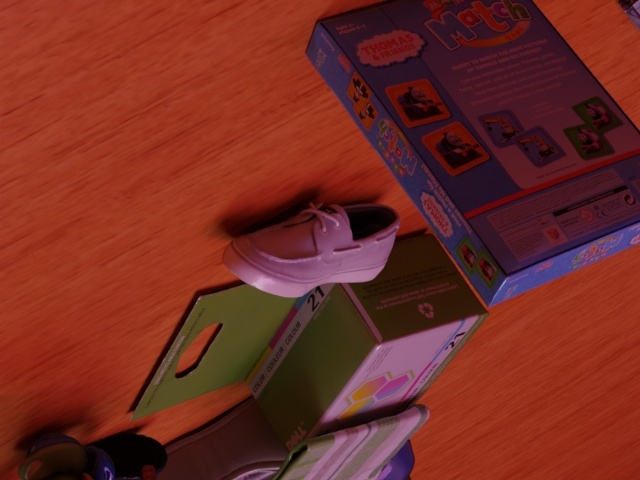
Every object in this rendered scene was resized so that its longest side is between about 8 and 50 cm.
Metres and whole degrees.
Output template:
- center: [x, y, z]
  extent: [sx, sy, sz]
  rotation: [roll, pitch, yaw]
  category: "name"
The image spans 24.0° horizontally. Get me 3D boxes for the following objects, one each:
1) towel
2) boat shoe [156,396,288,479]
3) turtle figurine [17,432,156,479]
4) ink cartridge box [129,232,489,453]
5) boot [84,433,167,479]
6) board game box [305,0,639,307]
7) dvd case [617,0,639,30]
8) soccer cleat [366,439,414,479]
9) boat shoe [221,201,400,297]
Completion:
- center: [0.017, 0.191, 1.344]
  extent: [0.152, 0.023, 0.113]
  rotation: [-8, 146, -42]
  category: "towel"
- center: [-0.067, 0.200, 1.422]
  extent: [0.228, 0.081, 0.068]
  rotation: [-22, 158, -10]
  category: "boat shoe"
- center: [-0.223, 0.278, 1.131]
  extent: [0.198, 0.266, 0.275]
  rotation: [-41, 153, 20]
  category: "turtle figurine"
- center: [-0.011, 0.107, 1.287]
  extent: [0.255, 0.097, 0.189]
  rotation: [-15, 151, -39]
  category: "ink cartridge box"
- center: [-0.201, 0.219, 1.319]
  extent: [0.121, 0.045, 0.099]
  rotation: [-11, 146, -30]
  category: "boot"
- center: [0.113, -0.073, 0.956]
  extent: [0.160, 0.211, 0.039]
  rotation: [-20, 154, -29]
  category: "board game box"
- center: [0.293, -0.209, 1.180]
  extent: [0.119, 0.013, 0.087]
  rotation: [-39, 156, 13]
  category: "dvd case"
- center: [-0.038, 0.269, 1.611]
  extent: [0.289, 0.093, 0.121]
  rotation: [-30, 126, 1]
  category: "soccer cleat"
- center: [0.000, 0.000, 1.143]
  extent: [0.184, 0.066, 0.063]
  rotation: [0, 125, -49]
  category: "boat shoe"
